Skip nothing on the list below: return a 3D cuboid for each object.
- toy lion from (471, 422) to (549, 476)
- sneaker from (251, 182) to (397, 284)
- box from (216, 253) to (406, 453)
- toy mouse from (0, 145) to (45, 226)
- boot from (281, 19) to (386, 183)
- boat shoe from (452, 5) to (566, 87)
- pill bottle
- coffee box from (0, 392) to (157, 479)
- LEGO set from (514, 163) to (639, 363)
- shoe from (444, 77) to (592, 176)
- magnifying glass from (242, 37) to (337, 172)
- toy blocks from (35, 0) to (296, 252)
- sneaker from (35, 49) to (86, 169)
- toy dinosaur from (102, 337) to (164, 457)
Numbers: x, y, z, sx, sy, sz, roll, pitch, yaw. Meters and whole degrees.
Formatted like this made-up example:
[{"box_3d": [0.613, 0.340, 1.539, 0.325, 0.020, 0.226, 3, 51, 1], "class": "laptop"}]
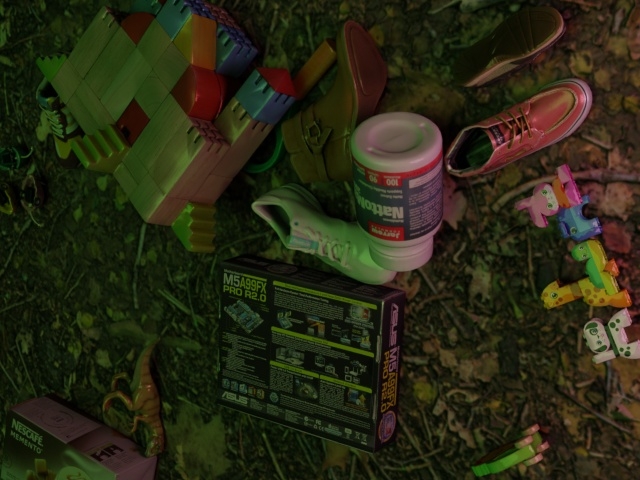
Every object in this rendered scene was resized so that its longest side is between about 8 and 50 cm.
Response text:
[{"box_3d": [0.227, 0.263, 1.405, 0.096, 0.100, 0.034, -30, 84, 17], "class": "toy lion"}, {"box_3d": [0.000, 0.000, 1.505, 0.212, 0.094, 0.080, 31, 115, 26], "class": "sneaker"}, {"box_3d": [-0.019, 0.150, 1.573, 0.270, 0.060, 0.216, 11, 106, 32], "class": "box"}, {"box_3d": [-0.481, -0.102, 1.857, 0.161, 0.031, 0.143, 45, 122, 18], "class": "toy mouse"}, {"box_3d": [0.011, -0.170, 1.475, 0.152, 0.073, 0.197, -10, 92, 40], "class": "boot"}, {"box_3d": [0.222, -0.221, 1.329, 0.152, 0.049, 0.056, -23, 68, 40], "class": "boat shoe"}, {"box_3d": [0.095, -0.054, 1.391, 0.108, 0.108, 0.180, 22, 138, 29], "class": "pill bottle"}, {"box_3d": [-0.392, 0.365, 1.857, 0.246, 0.098, 0.141, 24, 113, 28], "class": "coffee box"}, {"box_3d": [0.285, 0.035, 1.315, 0.093, 0.087, 0.227, -23, 87, 21], "class": "LEGO set"}, {"box_3d": [0.225, -0.125, 1.326, 0.178, 0.081, 0.063, -32, 82, 35], "class": "shoe"}, {"box_3d": [-0.048, -0.180, 1.544, 0.092, 0.026, 0.231, 53, 126, 14], "class": "magnifying glass"}, {"box_3d": [-0.200, -0.211, 1.555, 0.261, 0.190, 0.381, -50, 60, 22], "class": "toy blocks"}, {"box_3d": [-0.395, -0.195, 1.744, 0.069, 0.084, 0.186, 15, 108, 32], "class": "sneaker"}, {"box_3d": [-0.277, 0.229, 1.782, 0.112, 0.064, 0.212, 3, 112, 16], "class": "toy dinosaur"}]
